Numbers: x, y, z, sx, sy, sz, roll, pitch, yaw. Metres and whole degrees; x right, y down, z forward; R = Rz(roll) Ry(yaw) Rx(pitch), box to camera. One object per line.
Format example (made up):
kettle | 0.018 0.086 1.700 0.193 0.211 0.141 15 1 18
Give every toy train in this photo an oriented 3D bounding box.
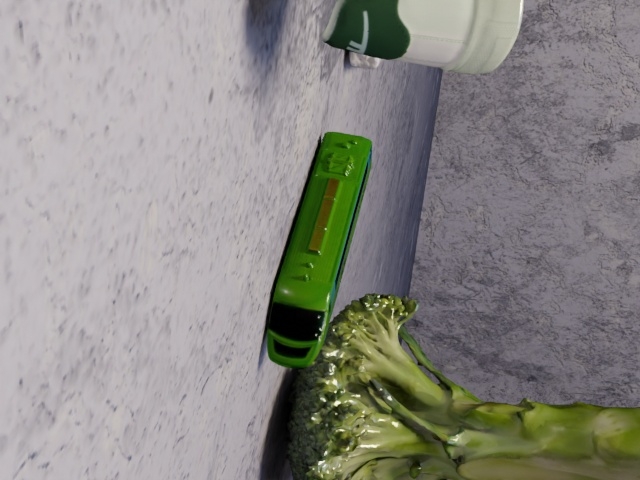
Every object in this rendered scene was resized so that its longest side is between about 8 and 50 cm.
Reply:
toy train | 0.000 0.000 0.701 0.042 0.044 0.209 90 12 -51

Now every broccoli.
broccoli | 0.131 0.164 0.793 0.252 0.362 0.221 54 38 -22

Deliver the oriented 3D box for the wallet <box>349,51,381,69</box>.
wallet | 0.057 -0.217 0.875 0.190 0.033 0.095 -54 151 -73

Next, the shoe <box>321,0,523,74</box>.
shoe | 0.030 -0.211 0.516 0.095 0.110 0.264 116 -36 -57
